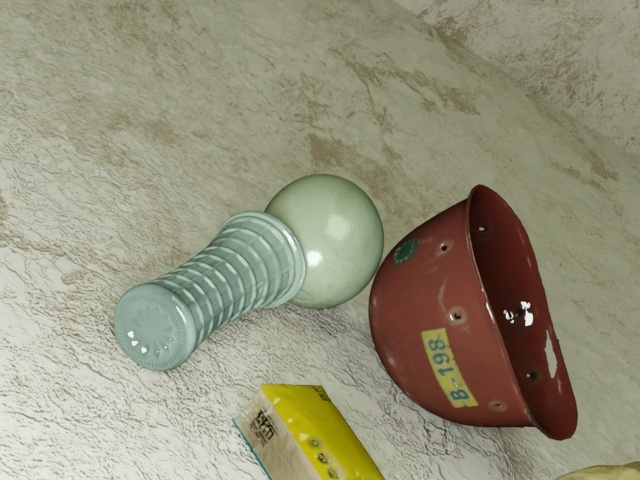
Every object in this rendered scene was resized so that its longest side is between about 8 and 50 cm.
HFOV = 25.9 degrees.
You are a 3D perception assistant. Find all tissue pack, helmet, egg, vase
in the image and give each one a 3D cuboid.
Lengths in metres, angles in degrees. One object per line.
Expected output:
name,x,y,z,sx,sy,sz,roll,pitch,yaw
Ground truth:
tissue pack,-0.011,0.255,1.696,0.120,0.082,0.169,8,37,-48
helmet,0.196,0.130,2.000,0.385,0.230,0.337,64,22,-22
egg,0.000,0.000,2.030,0.186,0.186,0.253,33,30,-7
vase,-0.145,0.069,1.801,0.143,0.143,0.299,40,29,8

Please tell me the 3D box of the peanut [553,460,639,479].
peanut,0.396,0.381,1.866,0.169,0.192,0.387,41,25,28
